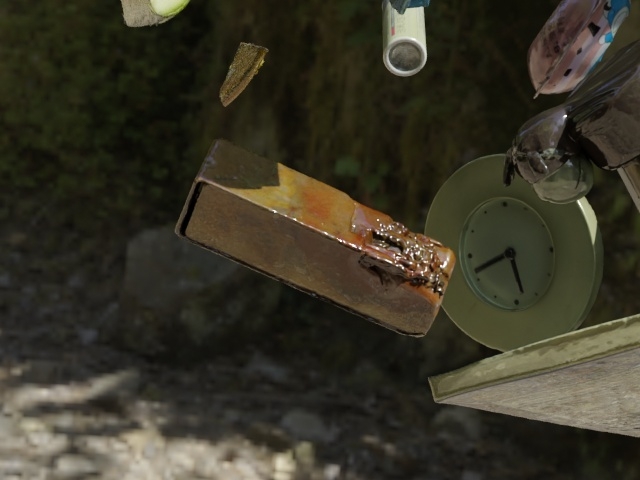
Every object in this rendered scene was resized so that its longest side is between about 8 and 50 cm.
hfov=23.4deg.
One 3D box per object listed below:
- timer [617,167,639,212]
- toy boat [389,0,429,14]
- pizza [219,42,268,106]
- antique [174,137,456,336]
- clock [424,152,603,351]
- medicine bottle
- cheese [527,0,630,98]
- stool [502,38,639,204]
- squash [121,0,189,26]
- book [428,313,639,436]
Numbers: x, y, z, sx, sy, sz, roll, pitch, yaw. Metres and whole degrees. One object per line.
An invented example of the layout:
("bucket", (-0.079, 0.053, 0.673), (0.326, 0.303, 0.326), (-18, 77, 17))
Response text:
("timer", (0.470, -0.054, 1.729), (0.195, 0.194, 0.192), (-31, 28, 2))
("toy boat", (0.088, -0.345, 1.517), (0.098, 0.238, 0.109), (6, 35, -18))
("pizza", (-0.110, -0.263, 2.296), (0.026, 0.123, 0.108), (26, 37, -23))
("antique", (0.000, 0.000, 1.727), (0.310, 0.093, 0.087), (24, 41, -3))
("clock", (0.222, 0.014, 1.788), (0.235, 0.235, 0.029), (18, 19, 37))
("medicine bottle", (0.114, -0.302, 2.127), (0.059, 0.059, 0.231), (6, 32, -3))
("cheese", (0.301, -0.254, 1.700), (0.074, 0.286, 0.189), (33, 55, 2))
("stool", (0.271, -0.099, 1.421), (0.121, 0.217, 0.125), (49, 6, -13))
("squash", (-0.235, -0.395, 2.185), (0.093, 0.169, 0.252), (-18, 11, -15))
("book", (0.363, 0.155, 1.692), (0.300, 0.039, 0.428), (-20, -24, 37))
